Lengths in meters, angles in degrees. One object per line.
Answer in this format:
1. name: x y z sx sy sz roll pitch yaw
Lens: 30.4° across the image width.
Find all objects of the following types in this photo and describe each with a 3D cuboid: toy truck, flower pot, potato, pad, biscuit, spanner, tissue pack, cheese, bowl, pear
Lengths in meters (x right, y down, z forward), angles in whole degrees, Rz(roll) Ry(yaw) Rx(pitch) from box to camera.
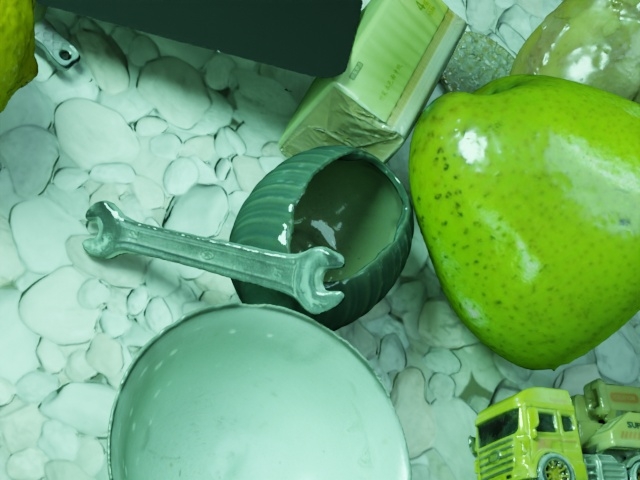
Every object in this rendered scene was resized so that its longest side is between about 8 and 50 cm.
1. toy truck: 0.310 0.240 1.382 0.272 0.124 0.157 8 62 -26
2. flower pot: 0.000 0.000 1.312 0.189 0.157 0.243 45 53 0
3. potato: 0.348 -0.184 1.548 0.237 0.301 0.288 -36 88 -19
4. pad: -0.140 -0.289 1.412 0.376 0.063 0.315 16 39 -1
5. biscuit: 0.225 -0.228 1.643 0.152 0.020 0.152 12 60 -22
6. spanner: -0.114 0.016 1.219 0.302 0.017 0.071 11 88 17
7. tissue pack: 0.065 -0.193 1.446 0.125 0.159 0.234 37 53 -9
8. cheese: -0.338 -0.263 1.326 0.171 0.047 0.092 30 56 -13
9. bowl: -0.078 0.228 1.156 0.314 0.146 0.313 12 62 -24
10. pear: 0.246 -0.055 1.349 0.318 0.238 0.342 40 93 -9

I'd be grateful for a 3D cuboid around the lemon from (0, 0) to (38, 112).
1. lemon: -0.419 -0.222 1.125 0.310 0.258 0.257 34 52 -29
